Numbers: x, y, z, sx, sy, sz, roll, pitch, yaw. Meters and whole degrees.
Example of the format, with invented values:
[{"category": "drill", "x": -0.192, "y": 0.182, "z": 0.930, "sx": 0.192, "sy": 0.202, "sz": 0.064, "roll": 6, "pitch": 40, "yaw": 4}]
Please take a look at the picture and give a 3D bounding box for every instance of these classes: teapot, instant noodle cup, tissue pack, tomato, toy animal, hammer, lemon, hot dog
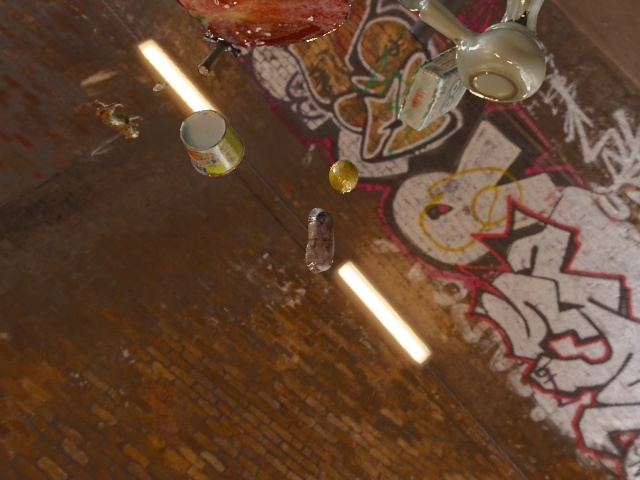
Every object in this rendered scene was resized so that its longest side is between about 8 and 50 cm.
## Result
[{"category": "teapot", "x": 0.394, "y": -0.459, "z": 1.120, "sx": 0.318, "sy": 0.149, "sz": 0.220, "roll": 29, "pitch": 170, "yaw": -27}, {"category": "instant noodle cup", "x": -0.371, "y": -0.341, "z": 1.604, "sx": 0.205, "sy": 0.205, "sz": 0.153, "roll": 54, "pitch": 173, "yaw": 18}, {"category": "tissue pack", "x": 0.438, "y": -0.567, "z": 1.742, "sx": 0.128, "sy": 0.228, "sz": 0.311, "roll": 38, "pitch": -131, "yaw": 19}, {"category": "tomato", "x": -0.098, "y": -0.466, "z": 0.799, "sx": 0.309, "sy": 0.309, "sz": 0.170, "roll": -3, "pitch": -90, "yaw": -61}, {"category": "toy animal", "x": -0.668, "y": -0.399, "z": 1.559, "sx": 0.241, "sy": 0.099, "sz": 0.056, "roll": 28, "pitch": -134, "yaw": -70}, {"category": "hammer", "x": -0.435, "y": -0.764, "z": 1.947, "sx": 0.168, "sy": 0.044, "sz": 0.440, "roll": 28, "pitch": -149, "yaw": -19}, {"category": "lemon", "x": 0.085, "y": -0.235, "z": 1.725, "sx": 0.109, "sy": 0.109, "sz": 0.133, "roll": 29, "pitch": -114, "yaw": -34}, {"category": "hot dog", "x": 0.000, "y": 0.000, "z": 1.825, "sx": 0.131, "sy": 0.069, "sz": 0.252, "roll": 4, "pitch": -94, "yaw": -40}]

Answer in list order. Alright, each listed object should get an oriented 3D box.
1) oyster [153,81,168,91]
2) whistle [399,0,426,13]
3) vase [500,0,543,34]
[{"category": "oyster", "x": -0.657, "y": -0.637, "z": 1.935, "sx": 0.019, "sy": 0.054, "sz": 0.083, "roll": 56, "pitch": -148, "yaw": -3}, {"category": "whistle", "x": 0.360, "y": -1.004, "z": 1.819, "sx": 0.163, "sy": 0.164, "sz": 0.289, "roll": -98, "pitch": -15, "yaw": -54}, {"category": "vase", "x": 0.582, "y": -0.754, "z": 1.273, "sx": 0.165, "sy": 0.360, "sz": 0.165, "roll": 3, "pitch": -144, "yaw": -2}]
